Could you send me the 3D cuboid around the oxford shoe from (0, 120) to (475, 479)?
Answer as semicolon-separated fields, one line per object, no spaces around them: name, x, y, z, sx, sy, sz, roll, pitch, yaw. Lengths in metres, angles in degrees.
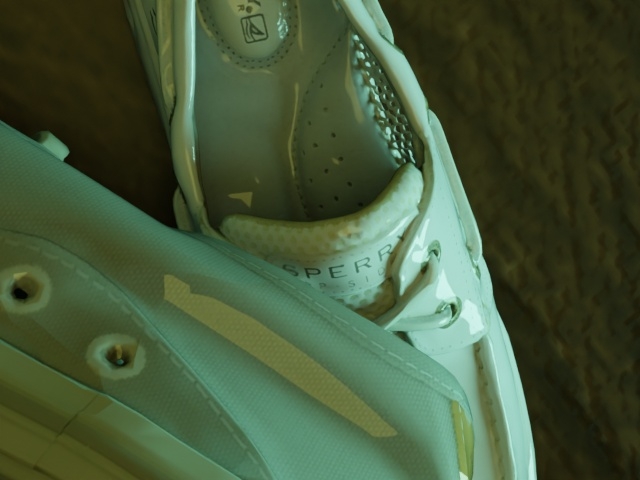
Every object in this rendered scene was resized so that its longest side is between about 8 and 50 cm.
oxford shoe;-0.144;0.002;0.568;0.449;0.169;0.130;31;49;11

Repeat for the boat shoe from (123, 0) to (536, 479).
boat shoe;0.000;0.000;0.610;0.098;0.096;0.277;-22;96;-4
